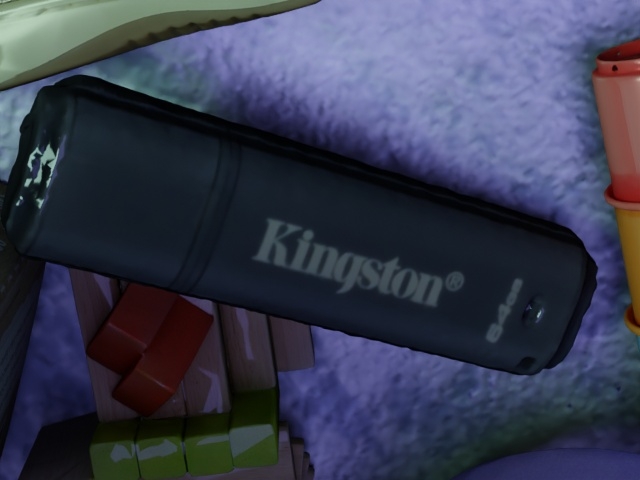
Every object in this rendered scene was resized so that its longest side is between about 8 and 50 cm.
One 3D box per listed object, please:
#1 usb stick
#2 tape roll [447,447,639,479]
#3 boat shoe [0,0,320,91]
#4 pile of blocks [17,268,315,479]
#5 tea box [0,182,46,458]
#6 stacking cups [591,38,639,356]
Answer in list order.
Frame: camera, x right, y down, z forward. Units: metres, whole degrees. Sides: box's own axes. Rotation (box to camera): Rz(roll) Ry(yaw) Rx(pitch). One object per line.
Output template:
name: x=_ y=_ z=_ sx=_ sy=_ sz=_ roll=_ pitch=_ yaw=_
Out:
usb stick: x=0.000 y=0.000 z=0.583 sx=0.278 sy=0.045 sz=0.077 roll=16 pitch=95 yaw=-27
tape roll: x=0.131 y=0.237 z=0.617 sx=0.275 sy=0.090 sz=0.275 roll=11 pitch=116 yaw=23
boat shoe: x=-0.040 y=-0.148 z=0.545 sx=0.341 sy=0.121 sz=0.110 roll=-16 pitch=106 yaw=5
pile of blocks: x=-0.087 y=0.155 z=0.636 sx=0.149 sy=0.112 sz=0.362 roll=16 pitch=105 yaw=-6
tea box: x=-0.297 y=0.079 z=0.498 sx=0.323 sy=0.329 sz=0.220 roll=16 pitch=105 yaw=-7
stacking cups: x=0.182 y=0.061 z=0.633 sx=0.096 sy=0.096 sz=0.316 roll=-16 pitch=102 yaw=3
